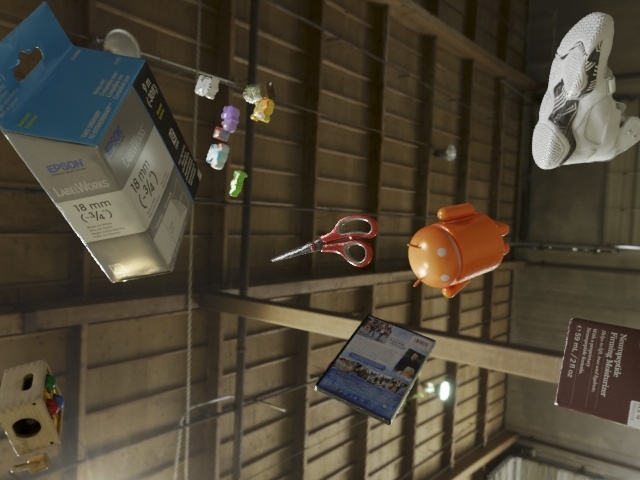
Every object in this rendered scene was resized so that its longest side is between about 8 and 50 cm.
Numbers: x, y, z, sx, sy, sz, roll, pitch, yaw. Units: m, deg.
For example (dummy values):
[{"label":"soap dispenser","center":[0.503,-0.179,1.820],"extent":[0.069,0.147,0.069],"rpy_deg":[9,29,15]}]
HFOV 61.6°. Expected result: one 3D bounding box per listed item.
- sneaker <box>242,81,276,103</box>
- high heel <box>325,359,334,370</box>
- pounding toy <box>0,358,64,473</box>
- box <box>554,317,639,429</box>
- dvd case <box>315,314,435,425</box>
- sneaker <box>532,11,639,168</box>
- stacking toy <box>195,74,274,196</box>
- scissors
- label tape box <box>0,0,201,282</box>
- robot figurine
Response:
[{"label":"sneaker","center":[-0.180,-0.416,1.535],"extent":[0.192,0.086,0.064],"rpy_deg":[-87,-14,-72]},{"label":"high heel","center":[0.133,0.359,1.649],"extent":[0.117,0.244,0.082],"rpy_deg":[32,-141,-63]},{"label":"pounding toy","center":[-0.573,0.384,1.097],"extent":[0.094,0.181,0.206],"rpy_deg":[-14,-60,-15]},{"label":"box","center":[0.564,0.250,0.974],"extent":[0.167,0.203,0.168],"rpy_deg":[25,-103,-48]},{"label":"dvd case","center":[0.128,0.277,1.200],"extent":[0.253,0.180,0.022],"rpy_deg":[-45,-36,-43]},{"label":"sneaker","center":[0.635,-0.328,1.222],"extent":[0.137,0.210,0.366],"rpy_deg":[-94,5,-50]},{"label":"stacking toy","center":[-0.194,-0.207,1.090],"extent":[0.167,0.052,0.221],"rpy_deg":[12,-81,-49]},{"label":"scissors","center":[0.000,0.000,1.183],"extent":[0.021,0.297,0.109],"rpy_deg":[0,-90,-50]},{"label":"label tape box","center":[-0.297,-0.142,0.759],"extent":[0.240,0.106,0.334],"rpy_deg":[-89,-15,-47]},{"label":"robot figurine","center":[0.267,0.020,1.050],"extent":[0.219,0.128,0.158],"rpy_deg":[-17,-29,-22]}]
